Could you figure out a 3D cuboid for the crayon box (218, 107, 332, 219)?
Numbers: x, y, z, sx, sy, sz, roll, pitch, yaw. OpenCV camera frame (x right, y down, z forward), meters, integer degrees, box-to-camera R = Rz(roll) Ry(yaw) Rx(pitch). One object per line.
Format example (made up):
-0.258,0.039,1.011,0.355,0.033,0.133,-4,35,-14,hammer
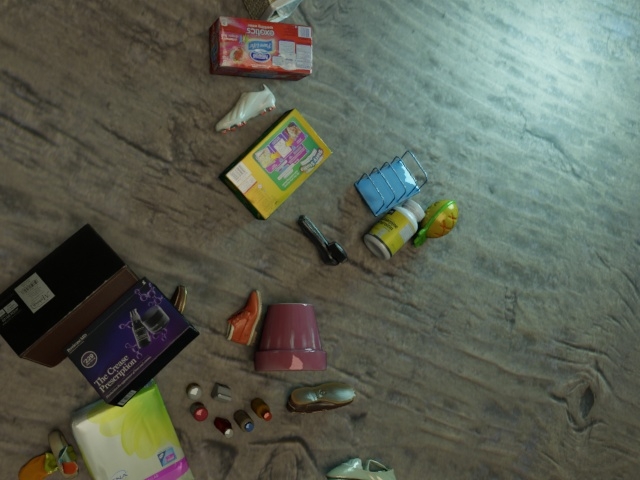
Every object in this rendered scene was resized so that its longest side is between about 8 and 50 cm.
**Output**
-0.121,-0.210,1.674,0.278,0.081,0.165,-46,109,-14,crayon box

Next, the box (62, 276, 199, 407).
-0.463,0.249,1.499,0.184,0.103,0.261,42,78,18,box

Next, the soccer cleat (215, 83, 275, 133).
-0.210,-0.353,1.639,0.196,0.068,0.076,-34,101,-25,soccer cleat

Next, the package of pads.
-0.486,0.532,1.562,0.229,0.101,0.297,-22,101,-21,package of pads

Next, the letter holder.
-0.603,0.142,1.474,0.302,0.214,0.152,-43,76,-14,letter holder

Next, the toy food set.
-0.255,0.464,1.651,0.232,0.104,0.111,25,84,-23,toy food set

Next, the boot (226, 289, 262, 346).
-0.211,0.210,1.680,0.084,0.059,0.158,14,89,-18,boot

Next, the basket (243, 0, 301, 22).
-0.125,-0.643,1.599,0.113,0.167,0.103,-34,101,-17,basket

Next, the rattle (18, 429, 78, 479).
-0.649,0.535,1.437,0.142,0.199,0.130,-8,97,-22,rattle

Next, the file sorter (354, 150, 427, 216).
0.209,-0.172,1.785,0.170,0.104,0.118,-29,80,-18,file sorter

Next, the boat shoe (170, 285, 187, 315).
-0.399,0.200,1.594,0.060,0.064,0.178,21,88,-25,boat shoe

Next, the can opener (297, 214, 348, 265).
0.000,0.000,1.757,0.073,0.059,0.186,-40,99,12,can opener

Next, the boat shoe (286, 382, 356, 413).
0.000,0.467,1.785,0.206,0.073,0.073,3,130,-20,boat shoe

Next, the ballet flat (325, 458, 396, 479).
0.127,0.707,1.854,0.248,0.086,0.086,21,86,-24,ballet flat

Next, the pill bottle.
0.224,-0.035,1.820,0.184,0.103,0.103,-44,109,-15,pill bottle

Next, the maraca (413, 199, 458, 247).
0.353,-0.051,1.873,0.186,0.127,0.099,-46,66,-6,maraca

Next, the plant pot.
-0.082,0.269,1.676,0.201,0.201,0.180,5,76,-23,plant pot

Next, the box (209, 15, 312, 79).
-0.159,-0.504,1.614,0.256,0.122,0.128,-2,94,-23,box
